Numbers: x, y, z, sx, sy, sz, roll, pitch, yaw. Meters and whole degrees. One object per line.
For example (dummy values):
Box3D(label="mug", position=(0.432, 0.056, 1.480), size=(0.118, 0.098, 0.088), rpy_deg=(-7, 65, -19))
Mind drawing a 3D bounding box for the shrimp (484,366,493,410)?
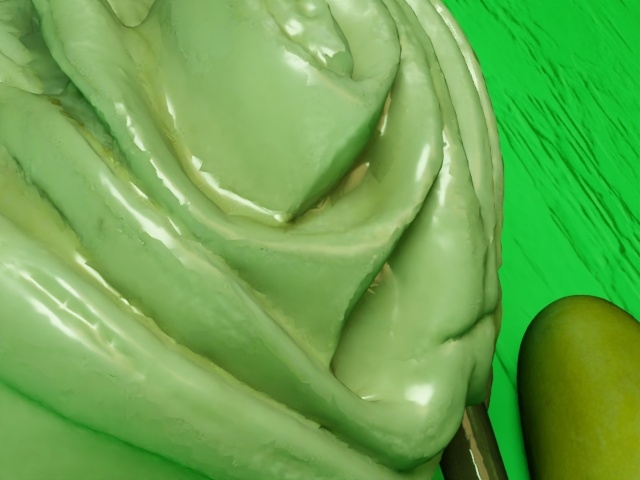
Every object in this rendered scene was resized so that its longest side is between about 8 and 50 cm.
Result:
Box3D(label="shrimp", position=(0.000, 0.000, 0.737), size=(0.317, 0.062, 0.164), rpy_deg=(49, 39, 2))

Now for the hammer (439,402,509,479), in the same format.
Box3D(label="hammer", position=(0.086, 0.145, 0.617), size=(0.168, 0.044, 0.439), rpy_deg=(46, 25, -60))

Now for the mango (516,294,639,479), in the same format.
Box3D(label="mango", position=(0.182, 0.127, 0.702), size=(0.114, 0.156, 0.251), rpy_deg=(-10, 43, 9))

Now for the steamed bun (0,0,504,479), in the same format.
Box3D(label="steamed bun", position=(-0.073, -0.034, 0.526), size=(0.324, 0.219, 0.309), rpy_deg=(-1, 46, -7))
